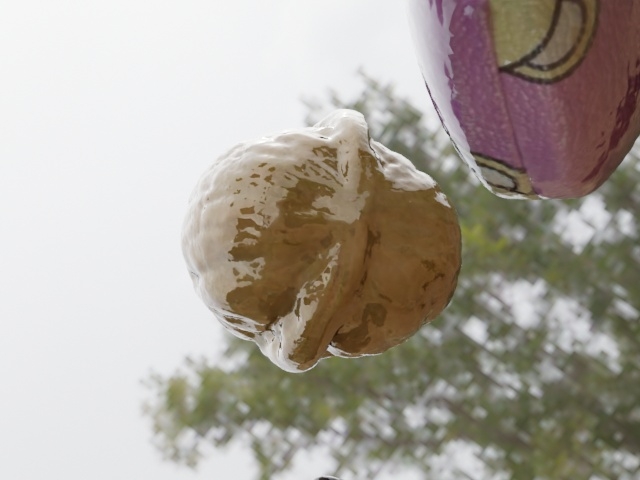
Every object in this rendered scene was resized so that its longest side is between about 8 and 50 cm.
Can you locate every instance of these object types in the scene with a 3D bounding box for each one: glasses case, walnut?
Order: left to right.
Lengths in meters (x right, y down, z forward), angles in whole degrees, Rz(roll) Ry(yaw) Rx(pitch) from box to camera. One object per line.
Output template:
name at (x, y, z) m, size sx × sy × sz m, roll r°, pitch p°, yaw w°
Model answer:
walnut at (0.000, 0.000, 0.986) m, size 0.166 × 0.167 × 0.149 m, roll 53°, pitch -134°, yaw -69°
glasses case at (0.078, -0.153, 0.493) m, size 0.123 × 0.076 × 0.316 m, roll 68°, pitch -149°, yaw -49°

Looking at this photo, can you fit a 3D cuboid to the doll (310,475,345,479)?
doll at (-0.017, 0.260, 0.955) m, size 0.153 × 0.258 × 0.195 m, roll 30°, pitch -74°, yaw -40°
